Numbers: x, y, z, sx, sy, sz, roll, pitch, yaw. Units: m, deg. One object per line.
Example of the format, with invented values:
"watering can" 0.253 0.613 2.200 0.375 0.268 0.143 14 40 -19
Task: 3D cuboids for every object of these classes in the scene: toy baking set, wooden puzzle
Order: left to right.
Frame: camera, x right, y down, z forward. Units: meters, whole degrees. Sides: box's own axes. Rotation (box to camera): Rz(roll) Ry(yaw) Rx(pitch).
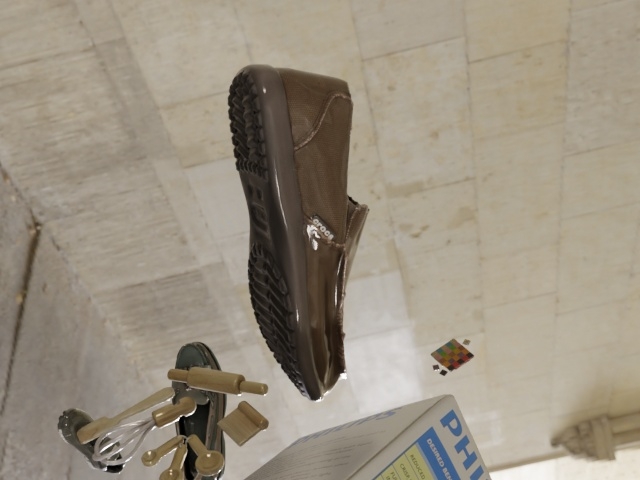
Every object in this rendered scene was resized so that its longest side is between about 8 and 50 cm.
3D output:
"toy baking set" -0.196 0.236 1.044 0.197 0.256 0.030 -47 135 -47
"wooden puzzle" 0.209 0.183 1.242 0.049 0.083 0.006 40 -29 44

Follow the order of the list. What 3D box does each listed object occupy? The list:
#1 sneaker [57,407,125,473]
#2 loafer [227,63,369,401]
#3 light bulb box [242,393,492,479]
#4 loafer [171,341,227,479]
"sneaker" -0.507 0.459 1.775 0.078 0.106 0.234 -56 146 -33
"loafer" 0.000 0.000 0.798 0.134 0.130 0.366 -139 -141 -56
"light bulb box" 0.024 0.382 0.688 0.361 0.225 0.358 -21 86 -53
"loafer" -0.224 0.314 1.428 0.084 0.096 0.268 37 42 -70
